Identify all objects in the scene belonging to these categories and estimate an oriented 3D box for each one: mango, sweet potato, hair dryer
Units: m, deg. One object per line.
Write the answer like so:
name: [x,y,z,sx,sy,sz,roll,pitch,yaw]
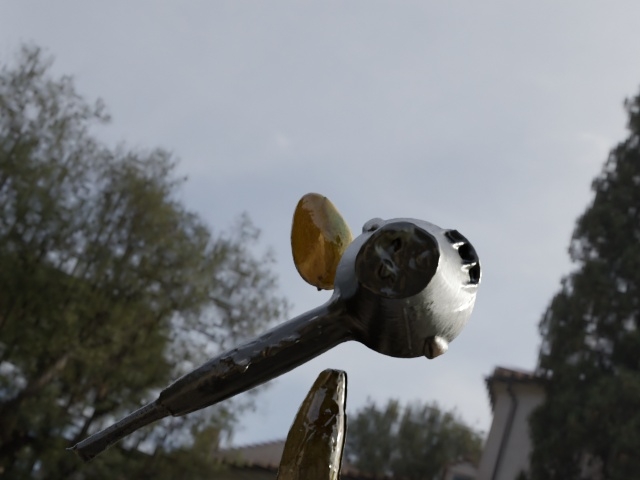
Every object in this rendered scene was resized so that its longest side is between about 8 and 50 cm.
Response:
mango: [0.000,0.000,1.348,0.057,0.114,0.079,5,-31,-37]
sweet potato: [-0.004,0.227,1.070,0.062,0.233,0.081,2,9,20]
hair dryer: [-0.042,0.089,0.943,0.359,0.120,0.304,-28,-6,4]
